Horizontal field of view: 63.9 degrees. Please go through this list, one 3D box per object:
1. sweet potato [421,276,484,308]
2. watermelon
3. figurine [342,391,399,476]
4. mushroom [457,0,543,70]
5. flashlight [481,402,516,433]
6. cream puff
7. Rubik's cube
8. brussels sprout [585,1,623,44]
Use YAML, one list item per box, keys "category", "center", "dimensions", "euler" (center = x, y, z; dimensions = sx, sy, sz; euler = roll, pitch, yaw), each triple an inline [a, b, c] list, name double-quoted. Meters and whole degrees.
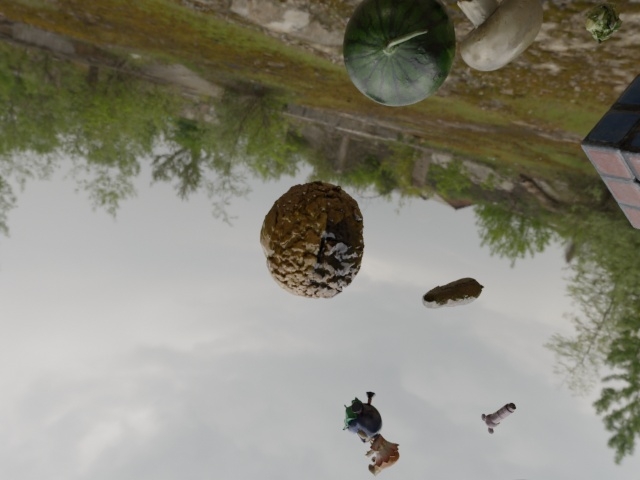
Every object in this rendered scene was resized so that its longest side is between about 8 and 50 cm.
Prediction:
- category: "sweet potato"
  center: [0.352, 0.147, 1.397]
  dimensions: [0.273, 0.075, 0.075]
  euler: [-4, -160, -42]
- category: "watermelon"
  center: [0.125, -0.313, 0.835]
  dimensions: [0.187, 0.188, 0.215]
  euler: [16, -151, 13]
- category: "figurine"
  center: [0.132, 0.493, 1.323]
  dimensions: [0.195, 0.102, 0.111]
  euler: [54, -160, 3]
- category: "mushroom"
  center: [0.398, -0.506, 1.187]
  dimensions: [0.204, 0.204, 0.204]
  euler: [13, -170, -2]
- category: "flashlight"
  center: [0.436, 0.426, 1.247]
  dimensions: [0.031, 0.110, 0.052]
  euler: [2, -132, -30]
- category: "cream puff"
  center: [0.000, 0.000, 1.446]
  dimensions: [0.343, 0.327, 0.231]
  euler: [-40, -153, -19]
- category: "Rubik's cube"
  center: [0.771, -0.184, 0.992]
  dimensions: [0.303, 0.301, 0.305]
  euler: [41, 179, -30]
- category: "brussels sprout"
  center: [0.572, -0.444, 1.040]
  dimensions: [0.058, 0.085, 0.085]
  euler: [-7, -165, -13]
